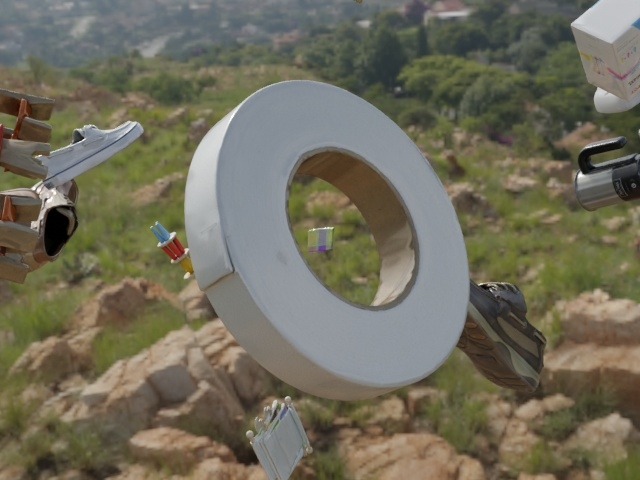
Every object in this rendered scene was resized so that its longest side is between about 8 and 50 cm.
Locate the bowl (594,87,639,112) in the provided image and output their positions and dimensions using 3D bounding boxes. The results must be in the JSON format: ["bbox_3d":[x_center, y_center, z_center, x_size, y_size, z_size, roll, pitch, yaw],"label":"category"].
[{"bbox_3d":[0.670,-0.339,1.907,0.142,0.053,0.142,-37,12,-5],"label":"bowl"}]

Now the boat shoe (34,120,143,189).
[{"bbox_3d":[-0.486,-0.202,1.844,0.095,0.084,0.258,-10,23,47],"label":"boat shoe"}]

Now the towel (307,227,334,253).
[{"bbox_3d":[0.000,0.000,2.098,0.083,0.060,0.009,-9,-16,40],"label":"towel"}]

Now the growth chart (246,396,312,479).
[{"bbox_3d":[-0.087,0.439,1.933,0.021,0.171,0.237,-18,6,23],"label":"growth chart"}]

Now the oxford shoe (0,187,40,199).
[{"bbox_3d":[-0.617,-0.052,1.598,0.212,0.076,0.076,-18,15,-20],"label":"oxford shoe"}]

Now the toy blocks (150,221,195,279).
[{"bbox_3d":[-0.309,-0.002,2.013,0.123,0.148,0.054,-44,20,-20],"label":"toy blocks"}]

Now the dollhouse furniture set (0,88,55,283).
[{"bbox_3d":[-0.485,-0.055,1.265,0.135,0.259,0.262,12,48,-23],"label":"dollhouse furniture set"}]

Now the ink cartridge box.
[{"bbox_3d":[0.462,-0.291,1.339,0.092,0.143,0.090,-41,43,-4],"label":"ink cartridge box"}]

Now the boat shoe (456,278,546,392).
[{"bbox_3d":[0.293,0.135,1.560,0.132,0.355,0.130,6,58,45],"label":"boat shoe"}]

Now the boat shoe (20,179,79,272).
[{"bbox_3d":[-0.566,-0.037,1.855,0.117,0.123,0.324,-11,34,13],"label":"boat shoe"}]

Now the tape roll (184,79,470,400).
[{"bbox_3d":[0.020,-0.005,1.038,0.392,0.392,0.072,-21,-6,-45],"label":"tape roll"}]

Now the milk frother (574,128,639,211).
[{"bbox_3d":[0.557,-0.133,1.609,0.143,0.129,0.135,-15,0,-42],"label":"milk frother"}]

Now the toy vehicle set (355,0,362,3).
[{"bbox_3d":[0.056,-0.552,1.564,0.166,0.035,0.267,30,-27,-8],"label":"toy vehicle set"}]
